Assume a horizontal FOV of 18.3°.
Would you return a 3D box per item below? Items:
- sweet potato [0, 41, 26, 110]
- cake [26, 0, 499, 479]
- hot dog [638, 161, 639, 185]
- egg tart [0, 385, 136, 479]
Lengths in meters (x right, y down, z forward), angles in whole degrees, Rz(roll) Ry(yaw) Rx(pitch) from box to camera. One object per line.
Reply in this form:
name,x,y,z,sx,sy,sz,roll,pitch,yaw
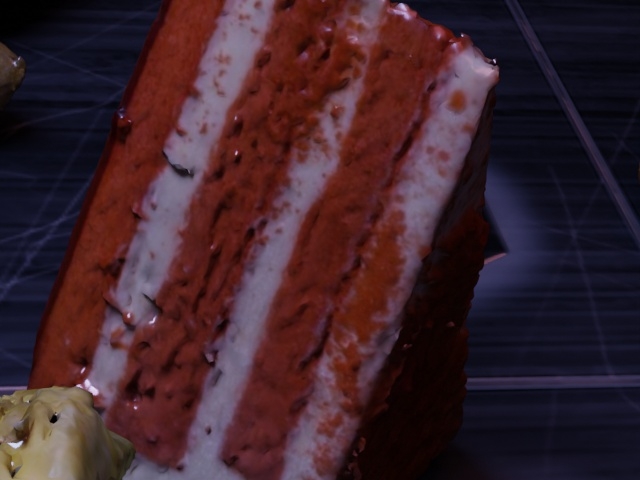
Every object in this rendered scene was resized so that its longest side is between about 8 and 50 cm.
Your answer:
sweet potato,-0.320,-0.076,0.980,0.341,0.092,0.114,-17,61,-32
cake,0.000,0.000,0.847,0.158,0.262,0.159,29,22,16
hot dog,0.276,-0.119,1.158,0.117,0.158,0.349,32,33,-3
egg tart,-0.140,0.167,0.599,0.107,0.291,0.291,42,36,-10
